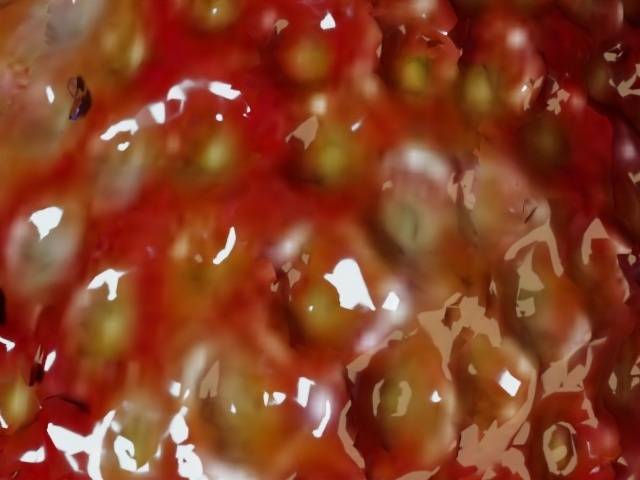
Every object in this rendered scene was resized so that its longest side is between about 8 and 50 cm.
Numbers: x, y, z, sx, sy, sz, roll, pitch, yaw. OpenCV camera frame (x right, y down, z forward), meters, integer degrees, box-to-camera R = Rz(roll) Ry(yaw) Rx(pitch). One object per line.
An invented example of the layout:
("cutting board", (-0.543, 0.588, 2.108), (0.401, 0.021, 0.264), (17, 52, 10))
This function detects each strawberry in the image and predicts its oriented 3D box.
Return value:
("strawberry", (0.000, 0.000, 0.428), (0.250, 0.238, 0.288), (-9, 113, -54))
